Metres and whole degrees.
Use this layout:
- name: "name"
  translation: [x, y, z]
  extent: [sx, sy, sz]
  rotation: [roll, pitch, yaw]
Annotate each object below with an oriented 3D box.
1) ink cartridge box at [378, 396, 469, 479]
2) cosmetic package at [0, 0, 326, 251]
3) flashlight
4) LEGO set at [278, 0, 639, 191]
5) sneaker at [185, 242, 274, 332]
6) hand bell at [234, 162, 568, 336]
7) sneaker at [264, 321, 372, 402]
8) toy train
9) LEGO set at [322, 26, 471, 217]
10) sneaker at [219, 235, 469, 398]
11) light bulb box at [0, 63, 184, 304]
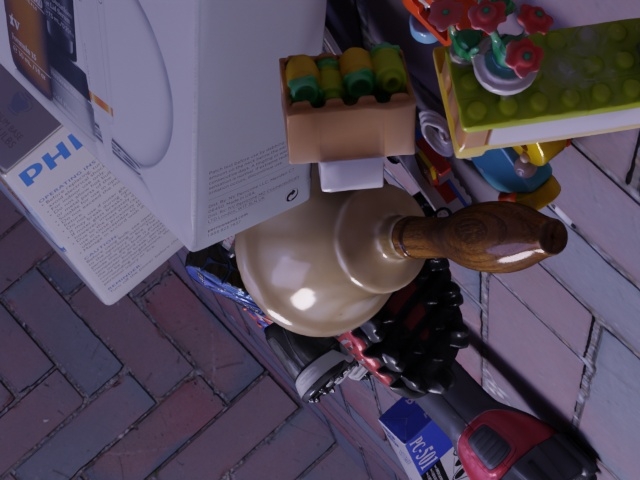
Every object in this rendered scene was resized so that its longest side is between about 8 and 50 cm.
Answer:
- name: "ink cartridge box"
  translation: [0.130, 0.211, 1.591]
  extent: [0.046, 0.097, 0.207]
  rotation: [43, 169, 30]
- name: "cosmetic package"
  translation: [-0.145, -0.215, 0.863]
  extent: [0.377, 0.097, 0.284]
  rotation: [42, 142, 33]
- name: "flashlight"
  translation: [0.122, 0.137, 1.374]
  extent: [0.304, 0.103, 0.103]
  rotation: [47, 145, 28]
- name: "LEGO set"
  translation: [0.128, -0.045, 0.506]
  extent: [0.287, 0.132, 0.107]
  rotation: [25, 160, 8]
- name: "sneaker"
  translation: [-0.051, 0.070, 1.605]
  extent: [0.221, 0.087, 0.083]
  rotation: [27, -141, -17]
- name: "hand bell"
  translation: [0.058, -0.001, 0.855]
  extent: [0.126, 0.126, 0.242]
  rotation: [52, 158, -18]
- name: "sneaker"
  translation: [0.016, 0.092, 1.501]
  extent: [0.106, 0.078, 0.234]
  rotation: [48, -157, 13]
- name: "toy train"
  translation: [0.090, -0.085, 0.784]
  extent: [0.125, 0.046, 0.166]
  rotation: [46, 168, 26]
- name: "LEGO set"
  translation: [0.048, -0.090, 1.011]
  extent: [0.244, 0.060, 0.182]
  rotation: [56, 180, -32]
- name: "sneaker"
  translation: [0.000, 0.000, 1.048]
  extent: [0.276, 0.097, 0.135]
  rotation: [53, 154, -22]
- name: "light bulb box"
  translation: [-0.301, -0.172, 1.622]
  extent: [0.358, 0.225, 0.361]
  rotation: [45, 170, 24]
